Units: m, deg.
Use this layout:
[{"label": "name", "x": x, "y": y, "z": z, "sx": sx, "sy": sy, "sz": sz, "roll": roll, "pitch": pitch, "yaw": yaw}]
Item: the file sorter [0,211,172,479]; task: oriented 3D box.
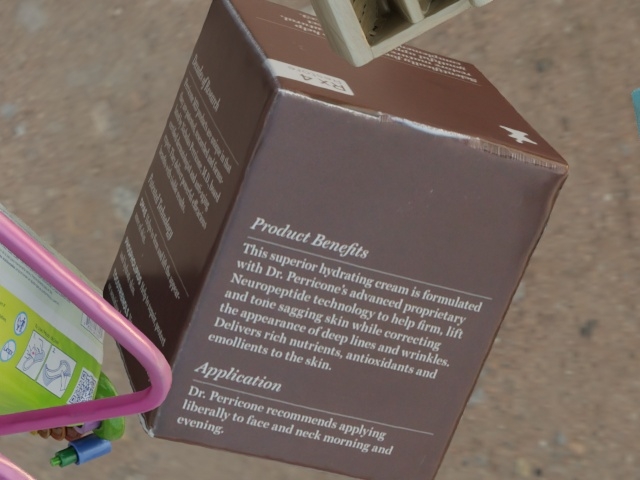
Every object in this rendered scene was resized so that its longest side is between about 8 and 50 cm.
[{"label": "file sorter", "x": -0.197, "y": 0.123, "z": 0.607, "sx": 0.182, "sy": 0.202, "sz": 0.291, "roll": 44, "pitch": 52, "yaw": -31}]

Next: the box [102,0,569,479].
[{"label": "box", "x": 0.000, "y": 0.000, "z": 1.079, "sx": 0.168, "sy": 0.167, "sz": 0.203, "roll": 15, "pitch": 109, "yaw": -21}]

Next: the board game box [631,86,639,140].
[{"label": "board game box", "x": 0.346, "y": 0.054, "z": 1.244, "sx": 0.253, "sy": 0.079, "sz": 0.336, "roll": -6, "pitch": 85, "yaw": -18}]

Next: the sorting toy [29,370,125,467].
[{"label": "sorting toy", "x": -0.170, "y": 0.122, "z": 1.345, "sx": 0.042, "sy": 0.102, "sz": 0.061, "roll": -21, "pitch": 94, "yaw": -30}]

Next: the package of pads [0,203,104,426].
[{"label": "package of pads", "x": -0.297, "y": 0.018, "z": 1.138, "sx": 0.296, "sy": 0.229, "sz": 0.101, "roll": 4, "pitch": 69, "yaw": 21}]

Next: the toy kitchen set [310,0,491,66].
[{"label": "toy kitchen set", "x": 0.031, "y": -0.073, "z": 0.366, "sx": 0.068, "sy": 0.083, "sz": 0.075, "roll": -28, "pitch": 115, "yaw": -8}]
